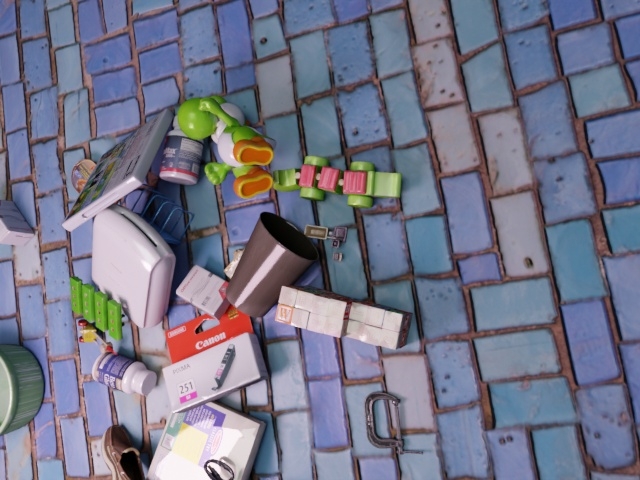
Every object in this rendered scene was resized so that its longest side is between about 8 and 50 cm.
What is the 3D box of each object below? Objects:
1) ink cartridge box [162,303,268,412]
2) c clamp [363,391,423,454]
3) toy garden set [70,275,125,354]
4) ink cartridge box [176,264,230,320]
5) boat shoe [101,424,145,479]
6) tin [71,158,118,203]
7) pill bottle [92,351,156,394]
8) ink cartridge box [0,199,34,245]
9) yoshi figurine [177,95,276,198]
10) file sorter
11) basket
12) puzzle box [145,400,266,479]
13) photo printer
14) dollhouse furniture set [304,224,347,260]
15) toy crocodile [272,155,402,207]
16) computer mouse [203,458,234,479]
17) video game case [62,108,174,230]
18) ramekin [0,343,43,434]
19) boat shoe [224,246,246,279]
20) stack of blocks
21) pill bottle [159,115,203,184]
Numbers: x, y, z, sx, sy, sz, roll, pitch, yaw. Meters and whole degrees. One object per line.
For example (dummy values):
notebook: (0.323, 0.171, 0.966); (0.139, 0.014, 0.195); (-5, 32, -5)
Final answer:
ink cartridge box: (-0.300, 0.306, 1.615); (0.275, 0.060, 0.239); (-24, 69, 12)
c clamp: (0.175, 0.455, 1.485); (0.137, 0.022, 0.161); (-14, 83, 24)
toy garden set: (-0.636, 0.232, 1.727); (0.244, 0.049, 0.204); (21, 116, 36)
ink cartridge box: (-0.313, 0.144, 1.648); (0.135, 0.056, 0.099); (27, 71, 20)
boat shoe: (-0.536, 0.607, 1.657); (0.095, 0.095, 0.257); (-52, 46, 16)
tin: (-0.691, -0.170, 1.836); (0.190, 0.040, 0.106); (45, 105, 17)
pill bottle: (-0.561, 0.386, 1.714); (0.169, 0.094, 0.094); (14, 91, 20)
ink cartridge box: (-1.004, -0.058, 1.900); (0.063, 0.109, 0.150); (-44, 73, 11)
yoshi figurine: (-0.266, -0.268, 1.562); (0.203, 0.203, 0.362); (-43, 48, 7)
file sorter: (-0.469, -0.078, 1.706); (0.170, 0.118, 0.105); (33, 94, 19)
basket: (-0.137, 0.076, 1.547); (0.204, 0.154, 0.227); (47, 113, 34)
puzzle box: (-0.330, 0.635, 1.596); (0.272, 0.052, 0.409); (17, 83, 24)
photo printer: (-0.518, 0.064, 1.641); (0.256, 0.107, 0.308); (39, 134, 18)
dollhouse furniture set: (0.000, 0.000, 1.548); (0.114, 0.081, 0.091); (9, 89, 20)
toy crocodile: (0.041, -0.153, 1.532); (0.340, 0.105, 0.115); (9, 89, 20)
computer mouse: (-0.210, 0.652, 1.506); (0.071, 0.041, 0.242); (-37, 73, -17)
video game case: (-0.557, -0.200, 1.657); (0.299, 0.036, 0.329); (-27, 36, 27)
ramekin: (-1.009, 0.462, 1.843); (0.303, 0.148, 0.304); (-2, 85, 20)
boat shoe: (-0.221, 0.046, 1.641); (0.045, 0.050, 0.135); (37, 98, 13)
stack of blocks: (0.061, 0.186, 1.465); (0.297, 0.171, 0.087); (13, 90, 20)
pill bottle: (-0.390, -0.256, 1.692); (0.107, 0.108, 0.180); (5, 82, 20)
